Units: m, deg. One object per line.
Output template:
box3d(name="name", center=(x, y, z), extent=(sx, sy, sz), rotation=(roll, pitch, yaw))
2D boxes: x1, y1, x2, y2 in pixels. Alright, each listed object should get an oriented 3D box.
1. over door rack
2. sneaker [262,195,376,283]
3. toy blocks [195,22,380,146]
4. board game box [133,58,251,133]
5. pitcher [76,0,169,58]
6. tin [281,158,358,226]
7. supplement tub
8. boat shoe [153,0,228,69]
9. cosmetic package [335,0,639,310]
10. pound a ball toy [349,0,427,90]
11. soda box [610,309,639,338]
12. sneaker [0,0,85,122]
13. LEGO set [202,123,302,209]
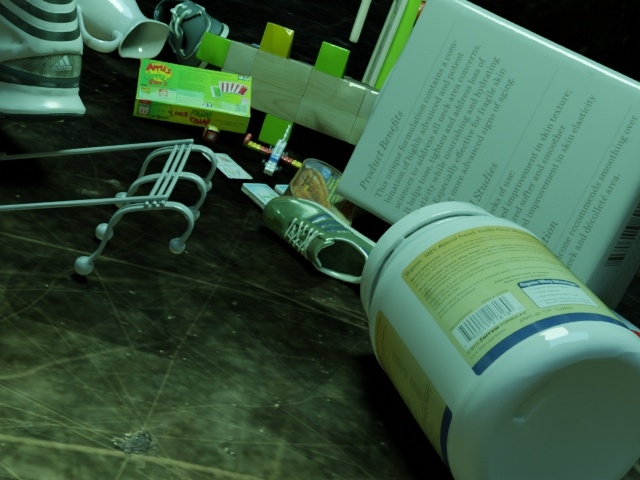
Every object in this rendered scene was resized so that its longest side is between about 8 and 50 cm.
box3d(name="over door rack", center=(-0.298, -0.055, 1.333), extent=(0.324, 0.108, 0.239), rotation=(7, 21, -1))
box3d(name="sneaker", center=(0.000, 0.000, 1.505), extent=(0.192, 0.064, 0.086), rotation=(29, 18, 10))
box3d(name="toy blocks", center=(-0.014, -0.258, 1.990), extent=(0.382, 0.190, 0.261), rotation=(20, 10, 4))
box3d(name="board game box", center=(-0.205, -0.232, 1.811), extent=(0.181, 0.043, 0.092), rotation=(8, 51, -12))
box3d(name="pitcher", center=(-0.403, -0.412, 2.037), extent=(0.207, 0.125, 0.178), rotation=(42, 31, 17))
box3d(name="tin", center=(0.001, -0.058, 1.643), extent=(0.106, 0.040, 0.189), rotation=(33, 26, -3))
box3d(name="supplement tub", center=(0.186, 0.113, 1.195), extent=(0.228, 0.228, 0.316), rotation=(10, 25, -26))
box3d(name="boat shoe", center=(-0.251, -0.387, 2.089), extent=(0.099, 0.116, 0.319), rotation=(35, 8, -23))
box3d(name="cosmetic package", center=(0.305, -0.121, 1.652), extent=(0.394, 0.329, 0.327), rotation=(32, 14, 22))
box3d(name="pound a ball toy", center=(0.145, -0.408, 2.251), extent=(0.208, 0.319, 0.135), rotation=(17, 22, -10))
box3d(name="soda box", center=(0.427, 0.178, 1.473), extent=(0.069, 0.073, 0.216), rotation=(0, 31, -43))
box3d(name="sneaker", center=(-0.460, -0.318, 1.488), extent=(0.448, 0.257, 0.169), rotation=(18, 17, 36))
box3d(name="LEGO set", center=(-0.074, -0.118, 1.726), extent=(0.183, 0.060, 0.244), rotation=(0, 33, -46))
